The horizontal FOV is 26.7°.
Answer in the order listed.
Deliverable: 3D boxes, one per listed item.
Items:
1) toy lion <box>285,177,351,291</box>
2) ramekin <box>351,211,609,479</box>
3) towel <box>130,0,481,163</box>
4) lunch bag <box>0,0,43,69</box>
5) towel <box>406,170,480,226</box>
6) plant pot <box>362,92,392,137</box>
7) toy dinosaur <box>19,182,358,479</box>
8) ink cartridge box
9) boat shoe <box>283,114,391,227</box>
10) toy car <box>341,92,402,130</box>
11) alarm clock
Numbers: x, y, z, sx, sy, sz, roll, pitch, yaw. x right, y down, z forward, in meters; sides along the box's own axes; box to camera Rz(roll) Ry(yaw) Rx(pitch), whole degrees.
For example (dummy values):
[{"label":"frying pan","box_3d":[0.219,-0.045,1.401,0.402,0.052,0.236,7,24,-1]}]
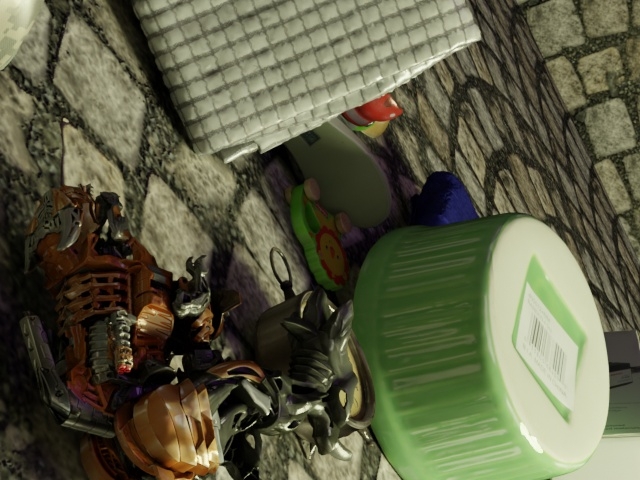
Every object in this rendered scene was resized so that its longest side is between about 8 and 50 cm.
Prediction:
[{"label":"toy lion","box_3d":[0.000,0.000,1.389,0.100,0.034,0.096,47,34,-40]},{"label":"ramekin","box_3d":[0.179,0.116,1.405,0.303,0.148,0.304,26,56,-48]},{"label":"towel","box_3d":[-0.026,-0.226,1.244,0.121,0.283,0.235,-116,-179,-80]},{"label":"lunch bag","box_3d":[-0.274,-0.229,0.702,0.305,0.212,0.256,15,70,-61]},{"label":"towel","box_3d":[0.165,0.067,1.669,0.228,0.076,0.308,62,22,-19]},{"label":"plant pot","box_3d":[0.036,-0.248,1.767,0.236,0.032,0.236,50,25,-33]},{"label":"toy dinosaur","box_3d":[-0.098,0.118,0.896,0.218,0.164,0.322,-3,87,-53]},{"label":"ink cartridge box","box_3d":[0.347,0.272,1.670,0.307,0.129,0.223,-65,149,-70]},{"label":"boat shoe","box_3d":[0.000,-0.114,1.430,0.227,0.079,0.081,49,23,-18]},{"label":"toy car","box_3d":[0.012,-0.174,1.534,0.239,0.053,0.225,45,-4,24]},{"label":"alarm clock","box_3d":[-0.013,0.095,1.186,0.129,0.064,0.192,17,53,-64]}]
